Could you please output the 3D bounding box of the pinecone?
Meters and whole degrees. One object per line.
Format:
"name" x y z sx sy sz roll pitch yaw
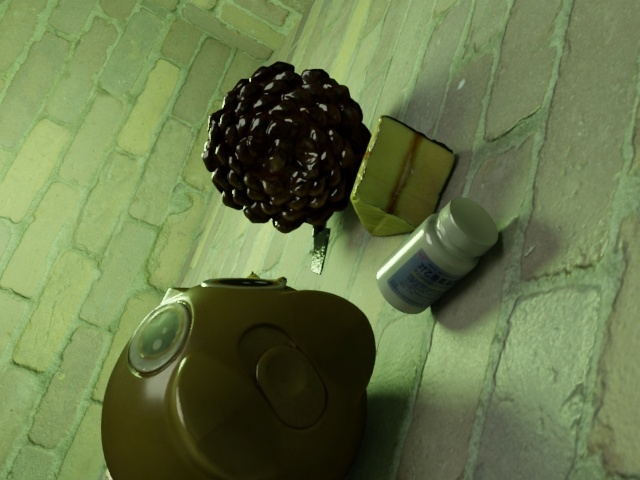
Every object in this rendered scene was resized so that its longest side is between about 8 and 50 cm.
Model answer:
"pinecone" -0.062 -0.225 1.680 0.397 0.398 0.397 -54 20 30

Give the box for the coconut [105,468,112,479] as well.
"coconut" -0.536 0.693 2.071 0.194 0.194 0.194 -54 20 30

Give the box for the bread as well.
"bread" 0.108 -0.109 1.353 0.264 0.163 0.167 -13 54 69

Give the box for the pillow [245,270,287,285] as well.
"pillow" -0.202 0.226 1.848 0.312 0.119 0.310 -65 21 -8

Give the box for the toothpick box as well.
"toothpick box" -0.135 0.257 1.129 0.425 0.409 0.408 -42 28 54

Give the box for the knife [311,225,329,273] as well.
"knife" 0.000 0.000 1.750 0.060 0.028 0.230 -36 32 33

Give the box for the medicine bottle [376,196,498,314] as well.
"medicine bottle" 0.174 0.025 1.076 0.186 0.103 0.102 -48 24 40
